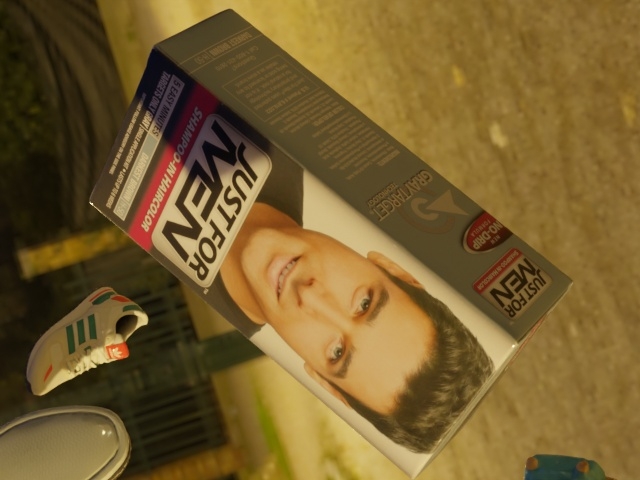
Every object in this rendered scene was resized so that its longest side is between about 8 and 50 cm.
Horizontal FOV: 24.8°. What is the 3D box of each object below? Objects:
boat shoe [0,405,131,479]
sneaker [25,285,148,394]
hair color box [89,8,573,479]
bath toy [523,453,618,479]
[{"bbox_3d":[-0.319,0.259,1.473,0.091,0.302,0.114,55,-163,-58],"label":"boat shoe"},{"bbox_3d":[-0.259,0.118,1.626,0.075,0.161,0.057,22,139,26],"label":"sneaker"},{"bbox_3d":[0.000,0.000,1.211,0.374,0.113,0.185,39,130,11],"label":"hair color box"},{"bbox_3d":[0.240,0.386,1.604,0.348,0.151,0.129,-46,-46,-48],"label":"bath toy"}]
